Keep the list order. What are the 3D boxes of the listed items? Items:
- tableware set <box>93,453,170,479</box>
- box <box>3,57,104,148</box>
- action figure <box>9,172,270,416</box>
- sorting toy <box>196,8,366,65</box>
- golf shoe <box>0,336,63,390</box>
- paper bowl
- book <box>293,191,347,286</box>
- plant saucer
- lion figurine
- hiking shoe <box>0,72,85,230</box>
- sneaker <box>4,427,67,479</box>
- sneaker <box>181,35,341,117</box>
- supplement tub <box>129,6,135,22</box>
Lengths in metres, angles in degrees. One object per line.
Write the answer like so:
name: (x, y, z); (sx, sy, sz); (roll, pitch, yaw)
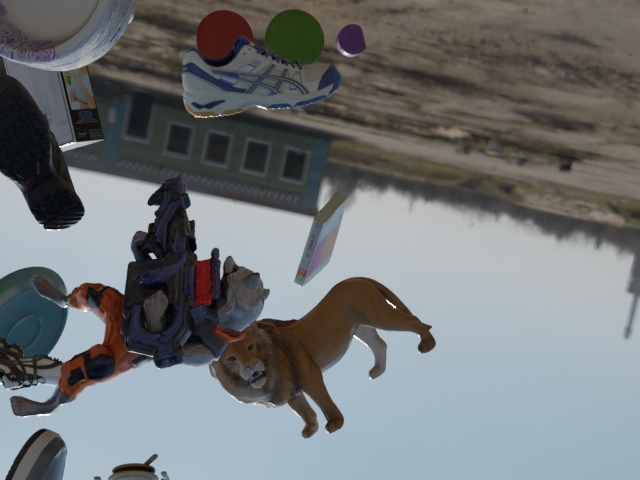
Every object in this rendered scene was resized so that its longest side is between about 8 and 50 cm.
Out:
tableware set: (-0.323, 0.431, 1.544); (0.128, 0.039, 0.194); (-3, 147, -3)
box: (-0.588, -0.341, 1.879); (0.169, 0.290, 0.087); (-8, -175, 33)
action figure: (-0.223, 0.081, 1.149); (0.330, 0.178, 0.341); (-12, -139, 14)
sorting toy: (-0.088, -0.428, 1.886); (0.366, 0.127, 0.126); (-3, -177, -10)
golf shoe: (-0.588, 0.272, 1.740); (0.198, 0.077, 0.094); (18, -130, 2)
paper bowl: (-0.452, -0.432, 1.473); (0.284, 0.284, 0.148); (13, -175, 11)
book: (0.000, 0.000, 1.472); (0.035, 0.144, 0.096); (28, -141, 11)
plant saucer: (-0.711, 0.212, 2.042); (0.044, 0.317, 0.317); (29, -167, 26)
lion figurine: (0.006, 0.161, 1.417); (0.392, 0.240, 0.142); (-36, -174, -34)
hiking shoe: (-0.384, -0.120, 1.117); (0.086, 0.227, 0.114); (-25, -140, -13)
sneaker: (-0.319, 0.398, 1.081); (0.178, 0.295, 0.124); (14, -177, 10)
sneaker: (-0.105, -0.308, 1.575); (0.296, 0.131, 0.112); (-10, -158, -13)
supplement tub: (-0.466, -0.591, 1.671); (0.207, 0.338, 0.207); (-1, 180, 0)
